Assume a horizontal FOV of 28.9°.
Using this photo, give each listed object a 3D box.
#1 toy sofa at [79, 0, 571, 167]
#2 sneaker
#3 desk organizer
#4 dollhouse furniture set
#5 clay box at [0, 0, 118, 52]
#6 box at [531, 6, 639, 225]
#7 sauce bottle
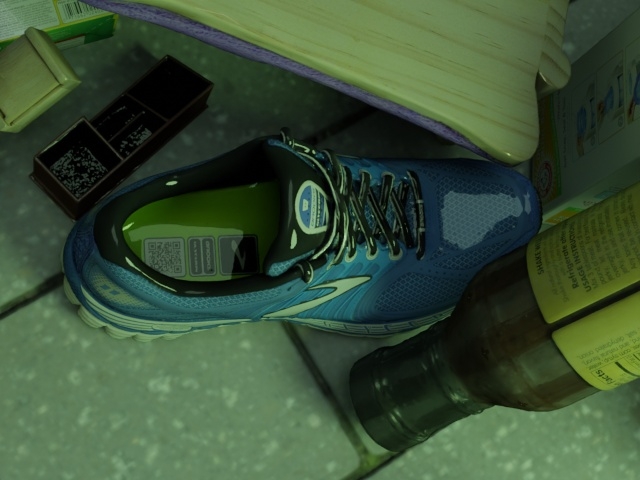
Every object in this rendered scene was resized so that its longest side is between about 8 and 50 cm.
[{"bbox_3d":[-0.022,-0.162,0.815,0.362,0.150,0.177,18,72,-20],"label":"toy sofa"},{"bbox_3d":[0.000,0.000,0.817,0.330,0.147,0.130,-8,80,-16],"label":"sneaker"},{"bbox_3d":[-0.135,-0.075,0.851,0.047,0.050,0.130,46,72,0],"label":"desk organizer"},{"bbox_3d":[-0.278,-0.110,0.761,0.182,0.101,0.161,-36,87,9],"label":"dollhouse furniture set"},{"bbox_3d":[-0.236,-0.235,0.861,0.127,0.053,0.222,-18,82,-17],"label":"clay box"},{"bbox_3d":[0.237,-0.079,0.861,0.114,0.203,0.103,6,75,-14],"label":"box"},{"bbox_3d":[0.168,0.037,0.771,0.111,0.344,0.111,39,36,-36],"label":"sauce bottle"}]
